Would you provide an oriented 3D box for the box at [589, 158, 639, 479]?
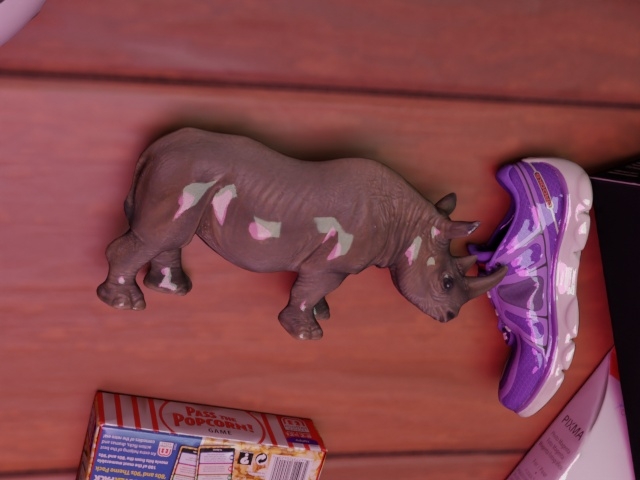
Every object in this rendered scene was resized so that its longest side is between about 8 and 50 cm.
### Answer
[{"bbox_3d":[0.294,0.062,0.644,0.184,0.103,0.261,-16,105,-16],"label":"box"}]

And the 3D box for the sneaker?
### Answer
[{"bbox_3d":[0.129,0.029,0.645,0.071,0.068,0.170,4,99,0],"label":"sneaker"}]

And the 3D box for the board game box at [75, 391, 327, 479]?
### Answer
[{"bbox_3d":[-0.092,0.202,0.641,0.146,0.045,0.194,12,104,-19],"label":"board game box"}]

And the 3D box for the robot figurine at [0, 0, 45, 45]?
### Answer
[{"bbox_3d":[-0.239,-0.172,0.406,0.278,0.174,0.209,15,147,-19],"label":"robot figurine"}]

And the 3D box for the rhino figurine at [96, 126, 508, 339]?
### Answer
[{"bbox_3d":[0.000,0.000,0.579,0.243,0.073,0.106,10,105,-13],"label":"rhino figurine"}]

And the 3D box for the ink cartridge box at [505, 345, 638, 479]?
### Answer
[{"bbox_3d":[0.256,0.162,0.718,0.189,0.066,0.232,34,101,-22],"label":"ink cartridge box"}]
